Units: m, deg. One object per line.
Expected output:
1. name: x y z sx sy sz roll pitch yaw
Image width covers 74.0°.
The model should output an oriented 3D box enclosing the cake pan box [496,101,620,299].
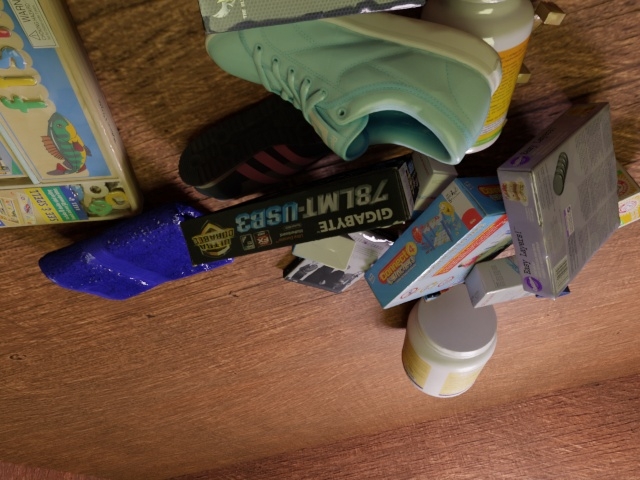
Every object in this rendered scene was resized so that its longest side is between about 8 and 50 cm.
1. cake pan box: 0.427 -0.066 0.739 0.245 0.070 0.267 -37 118 -20

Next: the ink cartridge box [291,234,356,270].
1. ink cartridge box: 0.000 0.000 0.840 0.104 0.180 0.060 18 97 -7

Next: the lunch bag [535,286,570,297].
1. lunch bag: 0.667 0.129 1.240 0.098 0.065 0.067 5 156 -21

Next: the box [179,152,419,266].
1. box: -0.005 -0.056 0.645 0.295 0.074 0.293 -12 -171 17

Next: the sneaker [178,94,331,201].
1. sneaker: -0.060 -0.150 0.683 0.318 0.112 0.131 -17 160 13

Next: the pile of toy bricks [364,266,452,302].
1. pile of toy bricks: 0.215 0.108 1.058 0.212 0.118 0.105 -6 152 -25

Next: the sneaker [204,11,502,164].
1. sneaker: 0.012 -0.179 0.496 0.365 0.150 0.135 15 167 16

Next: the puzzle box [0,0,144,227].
1. puzzle box: -0.440 -0.171 0.586 0.271 0.052 0.409 -5 143 -7

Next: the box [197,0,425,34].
1. box: -0.020 -0.270 0.407 0.183 0.233 0.059 -9 131 -3

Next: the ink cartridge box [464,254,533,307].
1. ink cartridge box: 0.428 0.085 0.952 0.175 0.072 0.127 -13 156 0

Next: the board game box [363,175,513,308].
1. board game box: 0.290 0.000 0.875 0.301 0.086 0.308 -9 149 -39

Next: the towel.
1. towel: -0.334 0.036 0.821 0.308 0.076 0.227 -21 159 15

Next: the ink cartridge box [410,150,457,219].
1. ink cartridge box: 0.194 -0.110 0.788 0.052 0.089 0.122 0 143 -14

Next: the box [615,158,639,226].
1. box: 0.567 -0.068 0.923 0.203 0.103 0.114 -29 140 23

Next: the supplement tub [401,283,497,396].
1. supplement tub: 0.366 0.292 1.234 0.240 0.241 0.331 -9 143 -2

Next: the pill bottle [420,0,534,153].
1. pill bottle: 0.198 -0.249 0.567 0.136 0.136 0.246 -10 143 0

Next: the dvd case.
1. dvd case: 0.049 0.043 1.004 0.179 0.030 0.238 19 133 -34

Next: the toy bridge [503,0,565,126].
1. toy bridge: 0.290 -0.260 0.636 0.026 0.063 0.188 -3 144 -10
